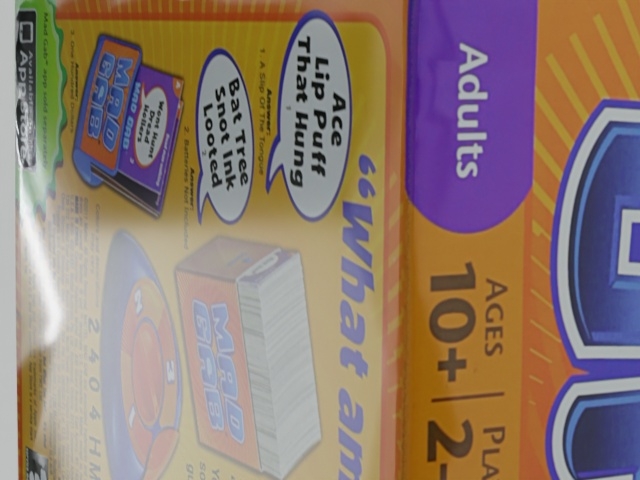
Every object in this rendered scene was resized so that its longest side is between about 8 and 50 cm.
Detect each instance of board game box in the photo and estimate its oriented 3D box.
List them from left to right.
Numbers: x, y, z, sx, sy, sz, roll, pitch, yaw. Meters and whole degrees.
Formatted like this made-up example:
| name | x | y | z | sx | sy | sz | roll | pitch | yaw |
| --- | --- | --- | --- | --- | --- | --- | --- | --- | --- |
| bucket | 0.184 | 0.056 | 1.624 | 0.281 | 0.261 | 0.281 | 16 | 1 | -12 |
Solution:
| name | x | y | z | sx | sy | sz | roll | pitch | yaw |
| --- | --- | --- | --- | --- | --- | --- | --- | --- | --- |
| board game box | 0.094 | 0.067 | 0.842 | 0.356 | 0.356 | 0.356 | 13 | -76 | 61 |
